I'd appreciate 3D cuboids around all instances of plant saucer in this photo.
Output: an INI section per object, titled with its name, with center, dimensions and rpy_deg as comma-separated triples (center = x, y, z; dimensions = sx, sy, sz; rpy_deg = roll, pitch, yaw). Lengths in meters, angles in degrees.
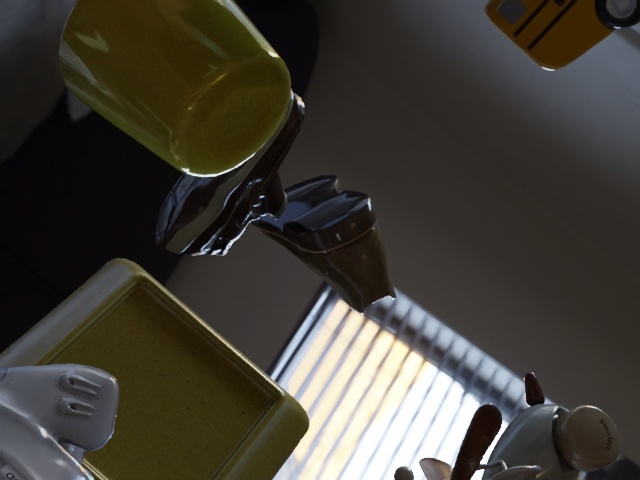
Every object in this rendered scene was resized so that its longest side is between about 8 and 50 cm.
[plant saucer]
center = -0.197, 0.192, 1.010
dimensions = 0.332, 0.333, 0.081
rpy_deg = -48, 177, -45

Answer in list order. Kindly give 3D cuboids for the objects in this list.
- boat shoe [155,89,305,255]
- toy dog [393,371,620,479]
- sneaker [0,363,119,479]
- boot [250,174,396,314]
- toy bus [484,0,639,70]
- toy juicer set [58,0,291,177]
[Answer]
[boat shoe]
center = -0.073, -0.063, 0.903
dimensions = 0.257, 0.095, 0.095
rpy_deg = -39, -141, 48
[toy dog]
center = 0.230, 0.268, 1.179
dimensions = 0.334, 0.160, 0.220
rpy_deg = 3, 144, -44
[sneaker]
center = -0.140, 0.198, 0.538
dimensions = 0.210, 0.366, 0.137
rpy_deg = -62, 175, -53
[boot]
center = 0.000, 0.000, 0.989
dimensions = 0.112, 0.115, 0.305
rpy_deg = -29, -162, -7
[toy bus]
center = 0.321, -0.316, 0.877
dimensions = 0.332, 0.130, 0.108
rpy_deg = -49, 175, 37
[toy juicer set]
center = 0.015, -0.182, 0.270
dimensions = 0.329, 0.089, 0.209
rpy_deg = -45, 155, -2
